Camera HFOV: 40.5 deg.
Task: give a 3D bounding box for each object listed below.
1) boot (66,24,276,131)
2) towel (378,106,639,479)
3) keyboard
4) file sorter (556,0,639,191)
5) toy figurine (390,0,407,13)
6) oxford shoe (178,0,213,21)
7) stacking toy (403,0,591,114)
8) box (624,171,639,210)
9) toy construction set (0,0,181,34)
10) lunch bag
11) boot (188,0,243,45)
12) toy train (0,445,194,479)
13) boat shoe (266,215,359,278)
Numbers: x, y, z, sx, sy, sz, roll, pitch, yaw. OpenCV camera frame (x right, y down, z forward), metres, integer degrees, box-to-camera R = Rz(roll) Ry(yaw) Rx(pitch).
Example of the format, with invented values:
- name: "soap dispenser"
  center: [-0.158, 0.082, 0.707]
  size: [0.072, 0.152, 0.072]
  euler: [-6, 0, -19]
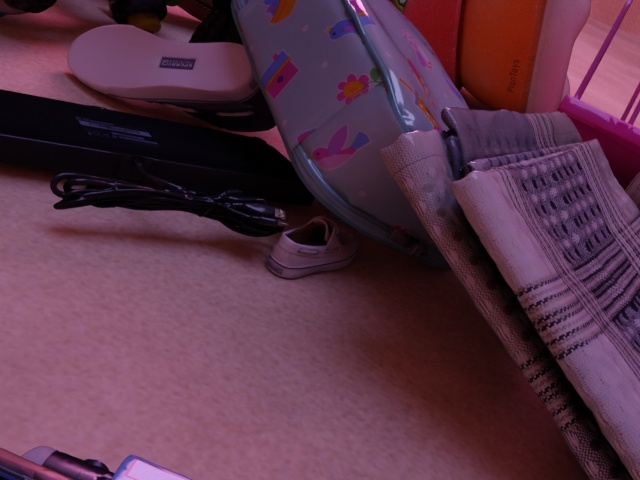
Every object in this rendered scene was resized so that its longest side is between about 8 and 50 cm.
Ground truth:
- name: "boot"
  center: [-0.132, -0.138, 0.782]
  size: [0.190, 0.069, 0.086]
  euler: [13, -19, 19]
- name: "towel"
  center: [0.204, 0.040, 0.582]
  size: [0.312, 0.056, 0.324]
  euler: [-16, 70, -54]
- name: "keyboard"
  center: [-0.142, -0.056, 0.631]
  size: [0.317, 0.033, 0.201]
  euler: [6, 22, -32]
- name: "file sorter"
  center: [0.449, -0.142, 1.052]
  size: [0.290, 0.182, 0.202]
  euler: [29, -4, 11]
- name: "toy figurine"
  center: [-0.031, -0.418, 1.093]
  size: [0.217, 0.191, 0.362]
  euler: [54, 17, -45]
- name: "oxford shoe"
  center: [-0.208, -0.383, 1.013]
  size: [0.348, 0.123, 0.130]
  euler: [23, -16, -26]
- name: "stacking toy"
  center: [0.143, -0.365, 1.250]
  size: [0.480, 0.351, 0.350]
  euler: [12, 23, 12]
- name: "box"
  center: [0.371, 0.042, 0.702]
  size: [0.113, 0.094, 0.275]
  euler: [-25, 65, -25]
- name: "toy construction set"
  center: [-0.206, -0.353, 0.871]
  size: [0.237, 0.309, 0.257]
  euler: [5, 51, -53]
- name: "lunch bag"
  center: [0.050, -0.108, 0.720]
  size: [0.224, 0.108, 0.279]
  euler: [28, 33, -50]
- name: "boot"
  center: [-0.080, -0.270, 0.831]
  size: [0.131, 0.260, 0.348]
  euler: [47, 26, 25]
- name: "toy train"
  center: [-0.049, 0.129, 0.299]
  size: [0.184, 0.080, 0.105]
  euler: [22, 16, 2]
- name: "boat shoe"
  center: [0.000, 0.000, 0.640]
  size: [0.035, 0.035, 0.100]
  euler: [38, 29, 27]
